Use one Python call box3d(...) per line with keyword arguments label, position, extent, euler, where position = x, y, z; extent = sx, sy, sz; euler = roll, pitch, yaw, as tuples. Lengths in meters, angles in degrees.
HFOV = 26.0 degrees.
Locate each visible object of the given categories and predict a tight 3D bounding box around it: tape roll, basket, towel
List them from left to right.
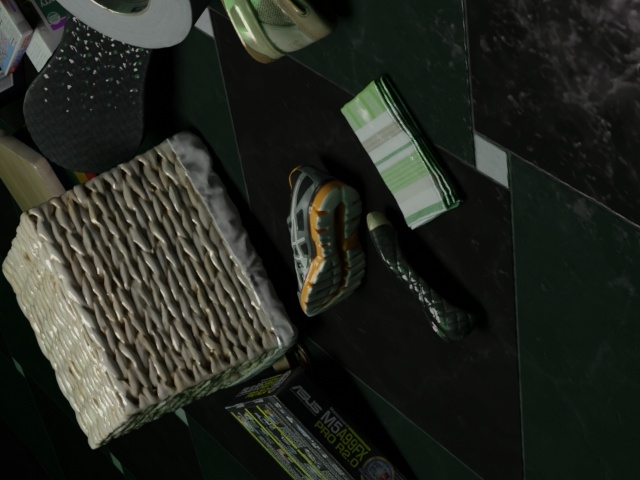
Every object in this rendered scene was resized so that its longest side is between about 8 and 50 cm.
box3d(label="tape roll", position=(-0.219, -0.312, 1.521), extent=(0.219, 0.072, 0.219), euler=(22, 152, 12))
box3d(label="basket", position=(-0.247, 0.076, 1.915), extent=(0.331, 0.266, 0.328), euler=(63, 158, 6))
box3d(label="towel", position=(0.078, -0.086, 1.425), extent=(0.152, 0.023, 0.113), euler=(58, 155, 0))

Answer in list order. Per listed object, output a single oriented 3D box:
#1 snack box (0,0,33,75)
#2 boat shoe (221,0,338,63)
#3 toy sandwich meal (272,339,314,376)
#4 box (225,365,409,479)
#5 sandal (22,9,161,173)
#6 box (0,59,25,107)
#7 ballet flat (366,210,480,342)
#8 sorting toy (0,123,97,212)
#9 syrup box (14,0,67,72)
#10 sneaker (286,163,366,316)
box3d(label="snack box", position=(-0.436, -0.285, 1.930), extent=(0.064, 0.022, 0.178), euler=(57, 158, -1))
box3d(label="boat shoe", position=(-0.080, -0.326, 1.360), extent=(0.098, 0.109, 0.302), euler=(-20, 104, 25))
box3d(label="toy sandwich meal", position=(-0.043, 0.166, 1.951), extent=(0.085, 0.029, 0.086), euler=(43, 152, 29))
box3d(label="box", position=(0.008, 0.297, 1.915), extent=(0.270, 0.060, 0.216), euler=(47, 157, -6))
box3d(label="sandal", position=(-0.264, -0.240, 1.791), extent=(0.167, 0.107, 0.446), euler=(32, 140, -2))
box3d(label="box", position=(-0.570, -0.317, 2.291), extent=(0.158, 0.093, 0.156), euler=(49, 155, 16))
box3d(label="ballet flat", position=(0.109, 0.034, 1.502), extent=(0.173, 0.049, 0.057), euler=(52, -162, 14))
box3d(label="sorting toy", position=(-0.440, -0.095, 2.288), extent=(0.255, 0.089, 0.257), euler=(30, 154, 45))
box3d(label="syrup box", position=(-0.395, -0.346, 1.923), extent=(0.237, 0.093, 0.096), euler=(57, 156, 0))
box3d(label="sneaker", position=(0.000, 0.000, 1.618), extent=(0.083, 0.084, 0.215), euler=(44, 144, 35))
